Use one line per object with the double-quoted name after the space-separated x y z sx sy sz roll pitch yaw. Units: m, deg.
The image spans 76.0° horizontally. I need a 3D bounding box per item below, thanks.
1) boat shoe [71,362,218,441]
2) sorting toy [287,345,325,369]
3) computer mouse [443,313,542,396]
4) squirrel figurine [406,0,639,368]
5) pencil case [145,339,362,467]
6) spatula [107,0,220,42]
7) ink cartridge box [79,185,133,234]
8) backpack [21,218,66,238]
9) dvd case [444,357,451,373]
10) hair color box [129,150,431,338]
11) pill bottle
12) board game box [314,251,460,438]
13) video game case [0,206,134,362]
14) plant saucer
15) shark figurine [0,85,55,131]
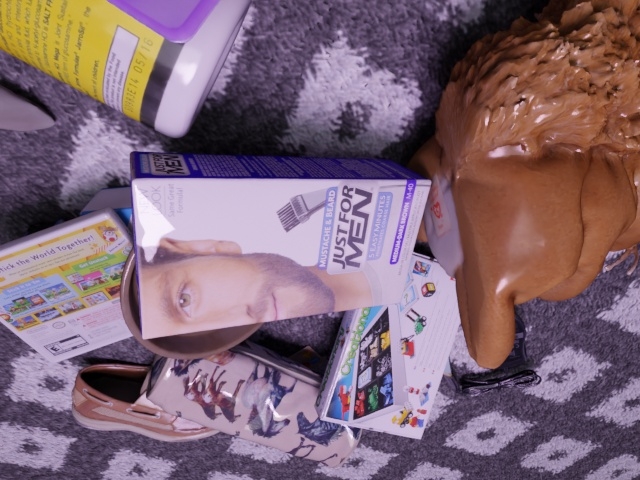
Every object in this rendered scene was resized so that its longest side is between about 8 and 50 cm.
-0.313 0.302 0.792 0.324 0.123 0.116 5 120 -10 "boat shoe"
-0.039 0.253 0.844 0.083 0.012 0.062 -35 119 17 "sorting toy"
0.328 0.225 0.836 0.184 0.060 0.262 -20 125 19 "computer mouse"
0.322 -0.095 0.502 0.370 0.281 0.397 -10 126 -6 "squirrel figurine"
-0.113 0.267 0.749 0.410 0.160 0.183 29 102 -18 "pencil case"
-0.205 -0.260 0.289 0.296 0.030 0.084 35 76 -18 "spatula"
-0.252 0.016 0.630 0.139 0.082 0.191 -5 125 -2 "ink cartridge box"
-0.389 0.037 0.619 0.084 0.105 0.114 -11 126 3 "backpack"
0.212 0.220 0.822 0.087 0.013 0.119 -1 124 25 "dvd case"
-0.045 -0.004 0.507 0.338 0.110 0.185 -3 117 -23 "hair color box"
-0.250 -0.258 0.389 0.334 0.188 0.188 26 117 -20 "pill bottle"
0.128 0.170 0.699 0.193 0.053 0.305 18 91 -15 "board game box"
-0.341 0.073 0.577 0.227 0.026 0.206 -19 128 2 "video game case"
-0.154 0.047 0.607 0.278 0.041 0.278 -22 125 -34 "plant saucer"
-0.497 -0.124 0.480 0.278 0.116 0.166 -24 142 6 "shark figurine"
